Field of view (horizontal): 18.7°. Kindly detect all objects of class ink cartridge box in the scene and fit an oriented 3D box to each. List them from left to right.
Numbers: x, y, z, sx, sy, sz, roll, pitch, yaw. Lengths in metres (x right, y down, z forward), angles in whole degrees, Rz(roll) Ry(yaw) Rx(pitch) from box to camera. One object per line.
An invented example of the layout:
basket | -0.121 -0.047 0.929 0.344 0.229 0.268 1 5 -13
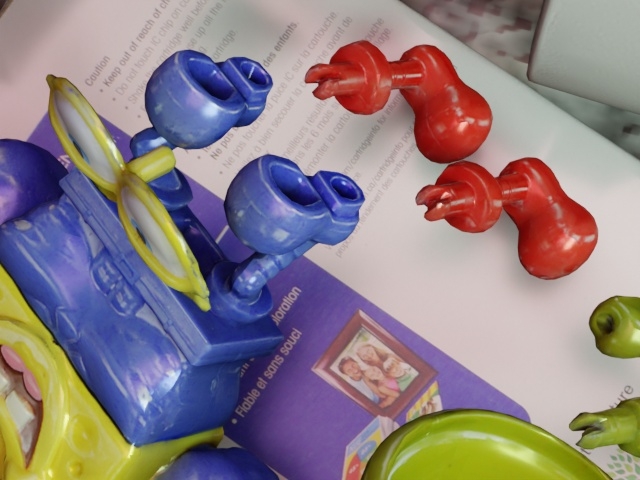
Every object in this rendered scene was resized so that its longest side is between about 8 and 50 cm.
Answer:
ink cartridge box | 0.000 0.000 0.671 0.333 0.065 0.165 35 87 5

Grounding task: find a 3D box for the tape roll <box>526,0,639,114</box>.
tape roll | 0.175 -0.140 0.585 0.169 0.246 0.246 17 85 5

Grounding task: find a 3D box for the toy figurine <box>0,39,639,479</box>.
toy figurine | -0.039 0.059 0.583 0.362 0.191 0.217 52 121 17
